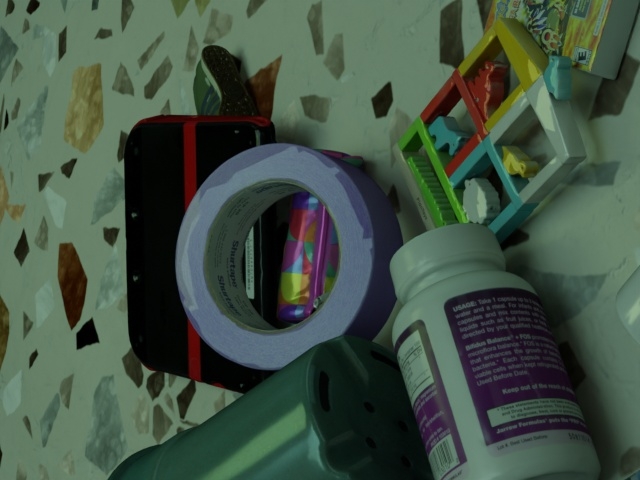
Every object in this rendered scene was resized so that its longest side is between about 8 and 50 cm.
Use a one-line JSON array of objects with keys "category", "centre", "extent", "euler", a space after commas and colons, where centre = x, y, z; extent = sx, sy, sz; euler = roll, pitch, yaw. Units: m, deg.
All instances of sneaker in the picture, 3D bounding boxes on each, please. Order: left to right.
[{"category": "sneaker", "centre": [-0.141, -0.185, 2.121], "extent": [0.086, 0.064, 0.192], "euler": [-56, 47, 53]}]

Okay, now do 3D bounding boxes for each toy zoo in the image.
[{"category": "toy zoo", "centre": [0.194, -0.113, 1.636], "extent": [0.293, 0.030, 0.192], "euler": [-51, 52, 45]}]

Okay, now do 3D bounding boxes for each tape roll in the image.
[{"category": "tape roll", "centre": [-0.039, 0.023, 1.774], "extent": [0.275, 0.090, 0.275], "euler": [-3, 83, 28]}]

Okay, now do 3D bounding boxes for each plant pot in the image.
[{"category": "plant pot", "centre": [-0.023, 0.302, 1.672], "extent": [0.334, 0.341, 0.341], "euler": [-41, 52, 31]}]

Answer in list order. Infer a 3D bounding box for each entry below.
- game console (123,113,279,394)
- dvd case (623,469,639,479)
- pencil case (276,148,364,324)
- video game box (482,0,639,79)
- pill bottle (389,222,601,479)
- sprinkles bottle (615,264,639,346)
[{"category": "game console", "centre": [-0.168, 0.015, 2.074], "extent": [0.342, 0.060, 0.386], "euler": [6, 100, 48]}, {"category": "dvd case", "centre": [0.337, 0.313, 1.412], "extent": [0.253, 0.022, 0.180], "euler": [-45, 54, 39]}, {"category": "pencil case", "centre": [0.000, 0.000, 1.861], "extent": [0.104, 0.104, 0.236], "euler": [-2, 82, 53]}, {"category": "video game box", "centre": [0.276, -0.296, 1.593], "extent": [0.187, 0.048, 0.205], "euler": [29, 107, 54]}, {"category": "pill bottle", "centre": [0.173, 0.139, 1.547], "extent": [0.169, 0.169, 0.301], "euler": [-43, 52, 40]}, {"category": "sprinkles bottle", "centre": [0.413, -0.034, 1.298], "extent": [0.355, 0.121, 0.121], "euler": [-56, 44, 31]}]
